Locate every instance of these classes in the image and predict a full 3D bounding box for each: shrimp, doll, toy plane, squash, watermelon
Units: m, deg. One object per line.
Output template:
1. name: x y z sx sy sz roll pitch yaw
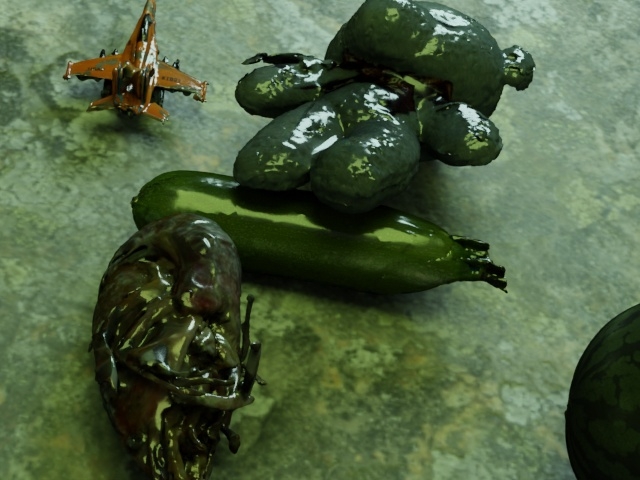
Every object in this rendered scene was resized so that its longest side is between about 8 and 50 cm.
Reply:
1. shrimp: -0.104 0.114 1.463 0.145 0.116 0.343 -15 50 6
2. doll: 0.055 -0.135 1.667 0.245 0.158 0.340 14 23 25
3. toy plane: -0.171 -0.169 1.775 0.135 0.062 0.188 8 31 -5
4. squash: 0.000 -0.002 1.620 0.331 0.087 0.087 10 44 0
5. watermelon: 0.298 0.143 1.463 0.212 0.212 0.212 7 45 -7
